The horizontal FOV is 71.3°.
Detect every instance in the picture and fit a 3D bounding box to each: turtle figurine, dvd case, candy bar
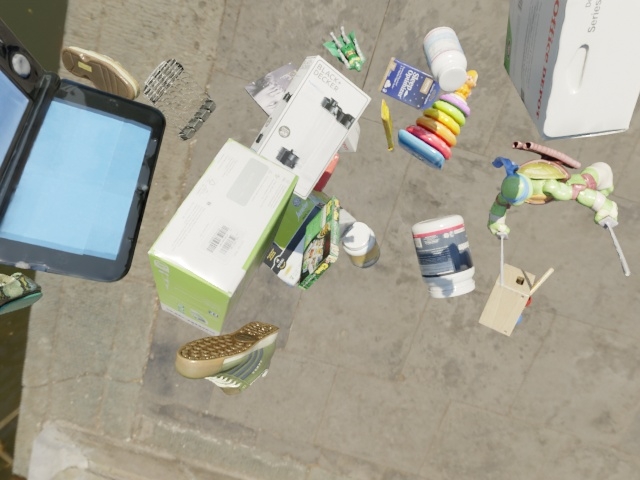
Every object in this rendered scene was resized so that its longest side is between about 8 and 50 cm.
[{"bbox_3d":[0.426,-0.046,0.823,0.275,0.266,0.198,58,141,16],"label":"turtle figurine"},{"bbox_3d":[-0.102,-0.419,1.253,0.164,0.221,0.018,-31,142,-8],"label":"dvd case"},{"bbox_3d":[0.143,-0.240,0.948,0.018,0.161,0.040,-1,76,14],"label":"candy bar"}]

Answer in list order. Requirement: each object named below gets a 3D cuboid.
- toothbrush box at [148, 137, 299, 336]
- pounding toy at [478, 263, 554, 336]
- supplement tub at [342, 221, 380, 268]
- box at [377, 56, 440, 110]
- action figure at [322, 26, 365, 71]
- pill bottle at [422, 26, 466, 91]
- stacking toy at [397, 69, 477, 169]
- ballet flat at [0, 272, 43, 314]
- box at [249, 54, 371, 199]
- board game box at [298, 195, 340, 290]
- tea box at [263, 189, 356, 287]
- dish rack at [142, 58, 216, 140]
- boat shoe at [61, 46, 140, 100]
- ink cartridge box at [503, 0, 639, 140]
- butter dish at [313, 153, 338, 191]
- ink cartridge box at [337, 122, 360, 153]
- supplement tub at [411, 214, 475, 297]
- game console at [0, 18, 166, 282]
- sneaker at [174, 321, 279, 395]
[{"bbox_3d":[-0.153,0.015,0.708,0.122,0.283,0.206,29,62,-4],"label":"toothbrush box"},{"bbox_3d":[0.437,0.122,0.995,0.100,0.141,0.130,25,121,22],"label":"pounding toy"},{"bbox_3d":[0.175,0.022,1.931,0.144,0.145,0.200,-19,148,8],"label":"supplement tub"},{"bbox_3d":[0.357,-0.615,1.771,0.225,0.036,0.137,26,123,6],"label":"box"},{"bbox_3d":[0.109,-0.737,1.740,0.137,0.063,0.232,-28,62,6],"label":"action figure"},{"bbox_3d":[0.308,-0.444,1.097,0.087,0.160,0.087,-3,146,-2],"label":"pill bottle"},{"bbox_3d":[0.383,-0.379,1.353,0.165,0.175,0.302,36,96,12],"label":"stacking toy"},{"bbox_3d":[-0.479,0.084,0.629,0.070,0.188,0.070,0,95,-1],"label":"ballet flat"},{"bbox_3d":[-0.034,-0.266,1.064,0.169,0.087,0.290,32,96,-25],"label":"box"},{"bbox_3d":[0.000,0.000,1.167,0.030,0.260,0.136,30,124,-17],"label":"board game box"},{"bbox_3d":[-0.097,-0.048,1.790,0.323,0.220,0.329,42,110,15],"label":"tea box"},{"bbox_3d":[-0.543,-0.542,1.715,0.208,0.074,0.271,-57,133,-14],"label":"dish rack"},{"bbox_3d":[-0.419,-0.337,0.884,0.189,0.072,0.068,34,126,13],"label":"boat shoe"},{"bbox_3d":[0.283,-0.239,0.510,0.092,0.220,0.160,-4,133,10],"label":"ink cartridge box"},{"bbox_3d":[-0.008,-0.275,1.692,0.160,0.118,0.160,30,98,23],"label":"butter dish"},{"bbox_3d":[-0.013,-0.446,1.764,0.288,0.211,0.122,0,64,25],"label":"ink cartridge box"},{"bbox_3d":[0.450,0.055,1.629,0.190,0.191,0.273,-14,93,7],"label":"supplement tub"},{"bbox_3d":[-0.342,-0.125,0.543,0.173,0.250,0.294,-1,64,6],"label":"game console"},{"bbox_3d":[-0.118,0.171,0.596,0.064,0.192,0.086,13,97,24],"label":"sneaker"}]
